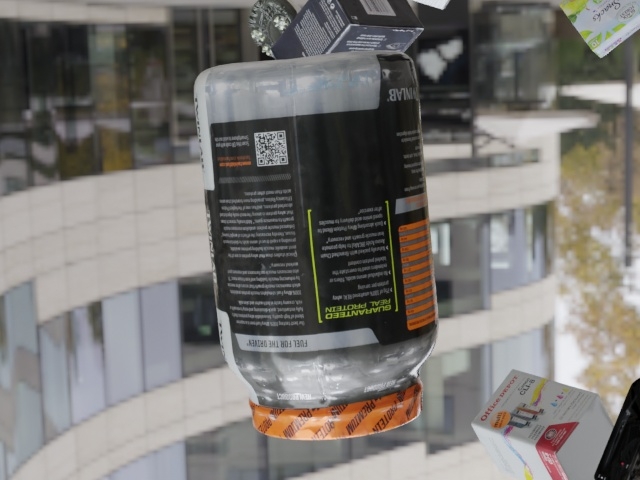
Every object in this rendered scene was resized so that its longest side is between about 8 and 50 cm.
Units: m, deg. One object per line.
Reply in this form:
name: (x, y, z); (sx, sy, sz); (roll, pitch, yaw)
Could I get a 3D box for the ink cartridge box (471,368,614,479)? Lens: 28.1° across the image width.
ink cartridge box: (0.354, 0.304, 2.015); (0.176, 0.127, 0.128); (12, -128, 49)

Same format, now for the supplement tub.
supplement tub: (0.000, 0.000, 1.185); (0.207, 0.338, 0.207); (-5, -174, 1)

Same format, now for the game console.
game console: (0.368, 0.316, 1.502); (0.044, 0.361, 0.213); (30, -161, 38)

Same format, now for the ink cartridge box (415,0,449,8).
ink cartridge box: (0.031, -0.352, 1.336); (0.224, 0.045, 0.223); (16, -135, -16)

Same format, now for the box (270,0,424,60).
box: (0.038, -0.299, 1.901); (0.156, 0.093, 0.158); (-5, 149, -43)

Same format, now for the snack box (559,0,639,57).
snack box: (0.435, -0.349, 1.866); (0.141, 0.100, 0.037); (-39, 151, 18)

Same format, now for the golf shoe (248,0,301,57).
golf shoe: (-0.030, -0.333, 2.050); (0.105, 0.120, 0.273); (16, 164, 26)
